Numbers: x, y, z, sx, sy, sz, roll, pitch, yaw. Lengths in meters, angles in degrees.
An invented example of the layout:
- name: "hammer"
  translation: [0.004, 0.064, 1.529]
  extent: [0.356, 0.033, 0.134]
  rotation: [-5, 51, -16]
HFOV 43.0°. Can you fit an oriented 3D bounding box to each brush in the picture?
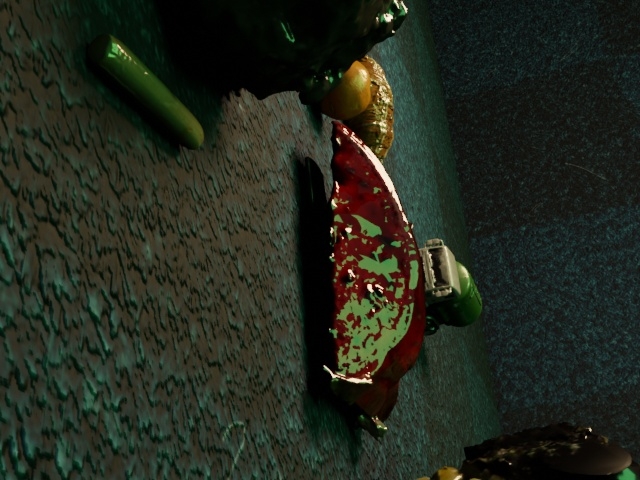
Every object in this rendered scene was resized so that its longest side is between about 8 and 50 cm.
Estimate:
- name: "brush"
  translation: [0.000, 0.000, 0.911]
  extent: [0.063, 0.016, 0.193]
  rotation: [44, 36, -64]

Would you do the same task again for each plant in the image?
- name: "plant"
  translation: [-0.026, -0.224, 0.699]
  extent: [0.234, 0.178, 0.204]
  rotation: [-64, 129, -84]

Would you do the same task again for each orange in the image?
- name: "orange"
  translation: [0.029, -0.198, 1.063]
  extent: [0.083, 0.084, 0.083]
  rotation: [-13, 90, -75]

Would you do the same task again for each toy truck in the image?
- name: "toy truck"
  translation: [0.200, 0.087, 1.378]
  extent: [0.242, 0.125, 0.101]
  rotation: [46, 35, -61]

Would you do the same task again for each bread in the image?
- name: "bread"
  translation: [0.076, -0.212, 1.264]
  extent: [0.105, 0.076, 0.233]
  rotation: [52, 28, -63]

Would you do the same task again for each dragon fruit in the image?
- name: "dragon fruit"
  translation: [0.071, 0.052, 0.948]
  extent: [0.282, 0.100, 0.343]
  rotation: [70, 17, -61]

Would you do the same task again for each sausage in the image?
- name: "sausage"
  translation: [-0.112, -0.096, 0.553]
  extent: [0.132, 0.024, 0.024]
  rotation: [45, 35, -62]

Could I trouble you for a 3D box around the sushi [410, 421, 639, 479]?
- name: "sushi"
  translation: [0.194, 0.373, 0.877]
  extent: [0.329, 0.285, 0.327]
  rotation: [-138, -142, -78]
